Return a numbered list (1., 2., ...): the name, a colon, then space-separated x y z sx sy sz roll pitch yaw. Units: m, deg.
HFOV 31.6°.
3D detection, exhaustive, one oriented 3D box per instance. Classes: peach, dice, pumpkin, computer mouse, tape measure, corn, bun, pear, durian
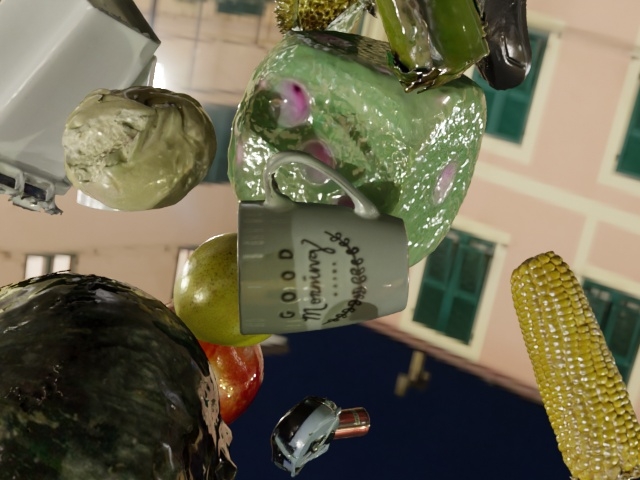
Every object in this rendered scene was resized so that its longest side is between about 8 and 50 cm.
1. peach: -0.226 0.209 2.150 0.249 0.245 0.274 9 -146 1
2. dice: 0.058 -0.150 1.830 0.330 0.322 0.318 26 -159 23
3. pumpkin: -0.312 0.243 1.247 0.454 0.344 0.454 -24 -146 18
4. computer mouse: 0.301 -0.368 1.950 0.073 0.217 0.122 3 168 -40
5. tape measure: -0.020 0.228 1.332 0.054 0.094 0.091 40 -131 21
6. corn: 0.320 0.162 1.421 0.106 0.305 0.106 -19 173 -2
7. bun: -0.256 -0.144 1.582 0.210 0.116 0.237 15 -139 9
8. pear: -0.132 0.081 1.770 0.198 0.198 0.198 10 -160 -4
9. durian: 0.014 -0.435 2.015 0.138 0.193 0.237 48 -150 8

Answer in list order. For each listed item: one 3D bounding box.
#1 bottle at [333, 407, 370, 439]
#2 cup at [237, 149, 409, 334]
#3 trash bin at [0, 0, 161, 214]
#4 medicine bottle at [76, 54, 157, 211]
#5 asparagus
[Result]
1. bottle: 0.011 0.355 2.158 0.164 0.060 0.060 -1 -157 -31
2. cup: 0.000 0.000 1.560 0.234 0.258 0.186 -3 -160 -2
3. trash bin: -0.451 -0.260 1.860 0.256 0.368 0.296 26 -155 -51
4. medicine bottle: -0.379 -0.207 2.098 0.111 0.296 0.161 6 -169 -22
5. asparagus: 0.097 -0.367 1.326 0.128 0.382 0.108 -16 -175 11
